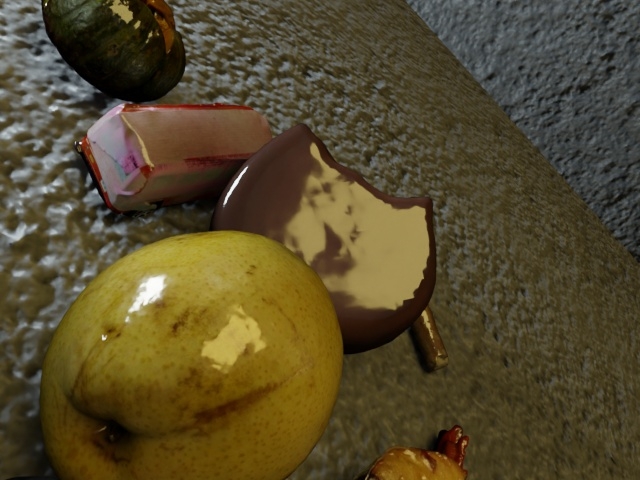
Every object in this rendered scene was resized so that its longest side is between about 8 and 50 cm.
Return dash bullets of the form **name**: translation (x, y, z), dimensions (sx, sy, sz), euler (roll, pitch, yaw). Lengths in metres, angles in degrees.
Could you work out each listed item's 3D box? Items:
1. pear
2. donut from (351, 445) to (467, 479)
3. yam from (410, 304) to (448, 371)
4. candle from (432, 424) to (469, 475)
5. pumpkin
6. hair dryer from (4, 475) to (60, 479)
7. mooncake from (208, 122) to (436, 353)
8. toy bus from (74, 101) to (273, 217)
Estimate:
- **pear**: translation (-0.124, 0.131, 0.609), dimensions (0.314, 0.314, 0.314), euler (27, 44, -29)
- **donut**: translation (0.078, 0.385, 0.764), dimensions (0.151, 0.112, 0.295), euler (47, 37, -1)
- **yam**: translation (0.192, 0.137, 1.124), dimensions (0.057, 0.057, 0.241), euler (10, 54, -41)
- **candle**: translation (0.183, 0.415, 0.887), dimensions (0.059, 0.084, 0.301), euler (20, 45, 10)
- **pumpkin**: translation (-0.317, -0.323, 0.888), dimensions (0.238, 0.159, 0.238), euler (47, 17, -20)
- **hair dryer**: translation (-0.268, 0.322, 0.462), dimensions (0.070, 0.128, 0.255), euler (23, 57, -27)
- **mooncake**: translation (0.000, 0.000, 0.851), dimensions (0.326, 0.174, 0.333), euler (1, 73, -6)
- **toy bus**: translation (-0.198, -0.128, 0.872), dimensions (0.303, 0.147, 0.127), euler (-18, 79, -50)
